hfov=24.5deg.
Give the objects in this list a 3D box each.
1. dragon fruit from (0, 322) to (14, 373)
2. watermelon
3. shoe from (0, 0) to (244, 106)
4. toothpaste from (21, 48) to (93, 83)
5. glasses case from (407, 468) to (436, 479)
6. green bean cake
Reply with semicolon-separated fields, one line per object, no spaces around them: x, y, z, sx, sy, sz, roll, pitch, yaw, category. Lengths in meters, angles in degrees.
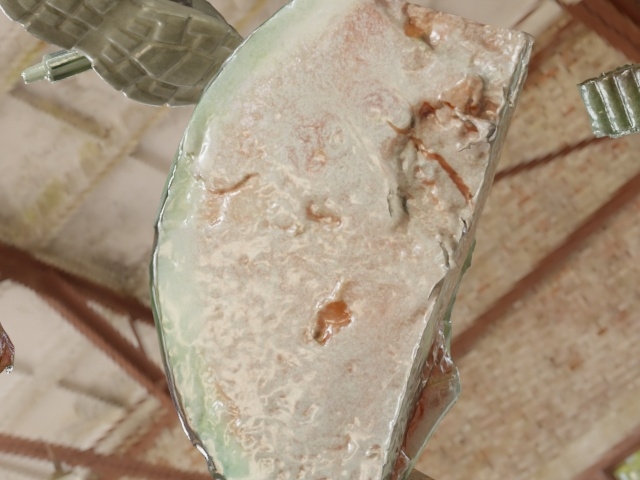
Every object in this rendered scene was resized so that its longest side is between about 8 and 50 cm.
-0.489;0.124;1.826;0.198;0.200;0.269;5;-5;0;dragon fruit
0.019;0.023;0.816;0.224;0.180;0.305;16;-91;-31;watermelon
-0.158;-0.196;1.170;0.227;0.125;0.099;28;-59;-32;shoe
-0.221;-0.208;1.576;0.204;0.049;0.031;-21;-48;-7;toothpaste
0.069;0.212;1.130;0.075;0.218;0.049;6;-74;-54;glasses case
0.466;-0.206;1.999;0.173;0.094;0.181;-14;7;46;green bean cake
